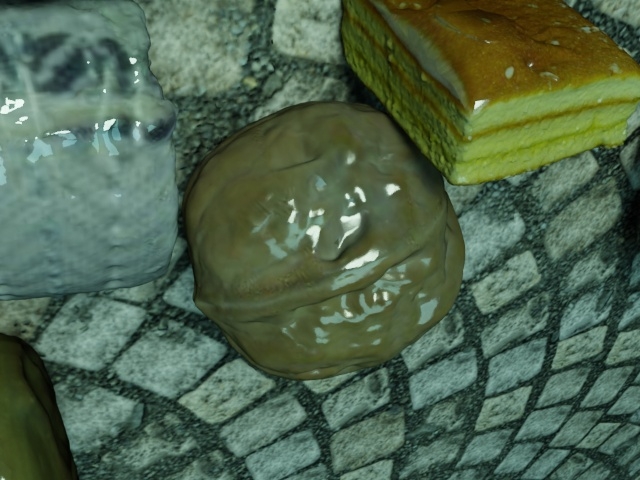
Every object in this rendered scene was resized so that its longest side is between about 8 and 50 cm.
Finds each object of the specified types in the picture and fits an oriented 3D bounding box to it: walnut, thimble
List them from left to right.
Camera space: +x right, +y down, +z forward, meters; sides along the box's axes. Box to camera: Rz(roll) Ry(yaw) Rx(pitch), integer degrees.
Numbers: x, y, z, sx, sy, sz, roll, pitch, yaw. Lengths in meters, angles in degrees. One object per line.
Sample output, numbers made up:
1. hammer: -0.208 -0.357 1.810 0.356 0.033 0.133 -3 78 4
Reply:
1. thimble: -0.200 -0.065 0.505 0.157 0.217 0.245 -11 174 -23
2. walnut: -0.001 -0.002 0.672 0.273 0.227 0.273 -14 134 -15

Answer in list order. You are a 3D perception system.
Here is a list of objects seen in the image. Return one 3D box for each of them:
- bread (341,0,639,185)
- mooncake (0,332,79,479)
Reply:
1. bread: 0.137 -0.162 0.609 0.184 0.234 0.110 -13 134 -20
2. mooncake: -0.314 0.227 0.654 0.156 0.284 0.284 -17 133 -16
